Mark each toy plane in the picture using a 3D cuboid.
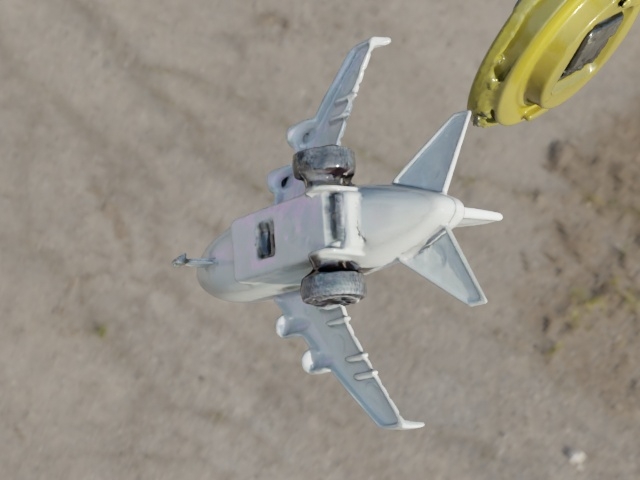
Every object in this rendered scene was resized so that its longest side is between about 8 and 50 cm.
[{"bbox_3d":[-0.003,-0.001,0.961,0.101,0.255,0.251,8,74,-45],"label":"toy plane"}]

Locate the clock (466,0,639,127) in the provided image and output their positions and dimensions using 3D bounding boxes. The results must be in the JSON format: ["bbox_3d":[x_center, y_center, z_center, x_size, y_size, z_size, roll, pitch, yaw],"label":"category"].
[{"bbox_3d":[0.222,-0.181,1.313,0.057,0.237,0.237,43,47,16],"label":"clock"}]
